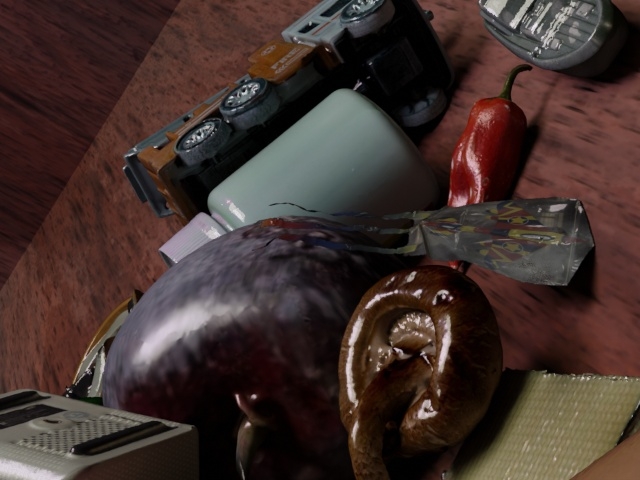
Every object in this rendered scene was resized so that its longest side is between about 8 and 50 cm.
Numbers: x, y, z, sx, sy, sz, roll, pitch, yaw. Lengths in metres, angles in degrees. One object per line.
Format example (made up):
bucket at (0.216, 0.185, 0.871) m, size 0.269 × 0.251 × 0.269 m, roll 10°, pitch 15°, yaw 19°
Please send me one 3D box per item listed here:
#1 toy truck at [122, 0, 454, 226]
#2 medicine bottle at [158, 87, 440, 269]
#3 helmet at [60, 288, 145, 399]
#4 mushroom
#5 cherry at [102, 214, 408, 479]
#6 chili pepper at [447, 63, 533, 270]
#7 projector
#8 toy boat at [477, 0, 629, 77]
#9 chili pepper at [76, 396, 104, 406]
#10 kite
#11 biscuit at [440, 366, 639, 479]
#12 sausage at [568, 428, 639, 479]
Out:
toy truck at (-0.023, -0.135, 1.801) m, size 0.338 × 0.133 × 0.184 m, roll -39°, pitch 28°, yaw -14°
medicine bottle at (-0.018, -0.017, 1.638) m, size 0.225 × 0.139 × 0.139 m, roll -40°, pitch 14°, yaw -9°
helmet at (-0.204, 0.164, 1.982) m, size 0.198 × 0.130 × 0.224 m, roll -49°, pitch 8°, yaw 17°
mushroom at (0.063, 0.100, 1.261) m, size 0.135 × 0.080 × 0.171 m, roll -12°, pitch 51°, yaw 53°
cherry at (-0.034, 0.097, 1.437) m, size 0.255 × 0.218 × 0.296 m, roll -30°, pitch 10°, yaw 19°
chili pepper at (0.133, -0.062, 1.540) m, size 0.059 × 0.050 × 0.191 m, roll 0°, pitch 66°, yaw 52°
projector at (-0.190, 0.238, 1.323) m, size 0.177 × 0.163 × 0.243 m, roll 8°, pitch 104°, yaw 36°
toy boat at (0.186, -0.181, 1.532) m, size 0.078 × 0.085 × 0.260 m, roll -56°, pitch 17°, yaw 5°
chili pepper at (-0.190, 0.221, 1.722) m, size 0.174 × 0.165 × 0.261 m, roll -57°, pitch -17°, yaw -44°
kite at (0.075, -0.006, 1.355) m, size 0.141 × 0.245 × 0.015 m, roll -66°, pitch -24°, yaw -64°
biscuit at (0.141, 0.141, 1.177) m, size 0.121 × 0.040 × 0.199 m, roll -58°, pitch 16°, yaw -12°
sausage at (0.189, 0.138, 0.893) m, size 0.253 × 0.123 × 0.123 m, roll -42°, pitch 23°, yaw 42°
